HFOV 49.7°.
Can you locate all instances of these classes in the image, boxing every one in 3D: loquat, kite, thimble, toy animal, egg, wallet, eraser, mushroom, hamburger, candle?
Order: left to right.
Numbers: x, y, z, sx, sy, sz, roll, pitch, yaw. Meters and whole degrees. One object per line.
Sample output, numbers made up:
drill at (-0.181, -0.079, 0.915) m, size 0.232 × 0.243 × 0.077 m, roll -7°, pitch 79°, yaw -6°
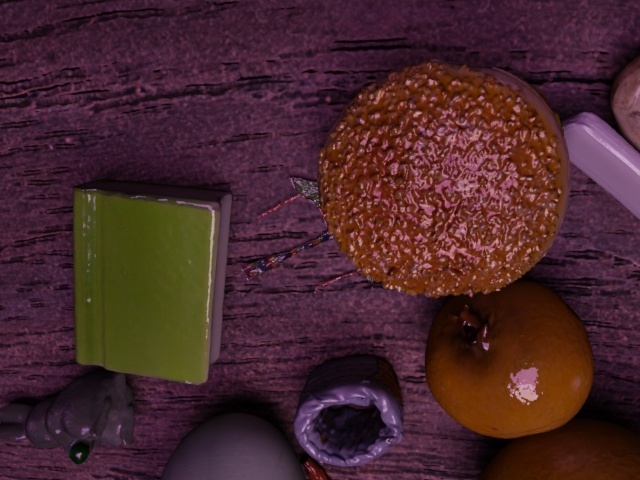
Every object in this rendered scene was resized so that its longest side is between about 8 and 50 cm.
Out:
toy animal at (-0.388, 0.271, 1.066) m, size 0.236 × 0.138 × 0.108 m, roll -9°, pitch 151°, yaw 34°
eraser at (-0.237, 0.053, 0.960) m, size 0.209 × 0.092 × 0.274 m, roll 8°, pitch 112°, yaw 5°
egg at (-0.129, 0.433, 1.001) m, size 0.229 × 0.230 × 0.371 m, roll 5°, pitch 99°, yaw 5°
kite at (0.000, 0.000, 0.953) m, size 0.244 × 0.006 × 0.198 m, roll -30°, pitch 104°, yaw 16°
candle at (0.024, 0.403, 1.091) m, size 0.026 × 0.021 × 0.167 m, roll -33°, pitch 104°, yaw 27°
thimble at (0.042, 0.241, 0.978) m, size 0.151 × 0.118 × 0.127 m, roll -22°, pitch 104°, yaw 14°
hamburger at (0.142, -0.072, 0.817) m, size 0.301 × 0.170 × 0.302 m, roll 2°, pitch 110°, yaw 4°
loquat at (0.236, 0.147, 0.872) m, size 0.208 × 0.208 × 0.208 m, roll 2°, pitch 110°, yaw 6°
loquat at (0.376, 0.386, 0.903) m, size 0.359 × 0.328 × 0.329 m, roll -25°, pitch 110°, yaw -27°
wallet at (0.360, -0.085, 0.833) m, size 0.190 × 0.095 × 0.033 m, roll 38°, pitch 83°, yaw -5°
mushroom at (0.407, -0.159, 0.787) m, size 0.148 × 0.112 × 0.148 m, roll 4°, pitch 108°, yaw 14°
